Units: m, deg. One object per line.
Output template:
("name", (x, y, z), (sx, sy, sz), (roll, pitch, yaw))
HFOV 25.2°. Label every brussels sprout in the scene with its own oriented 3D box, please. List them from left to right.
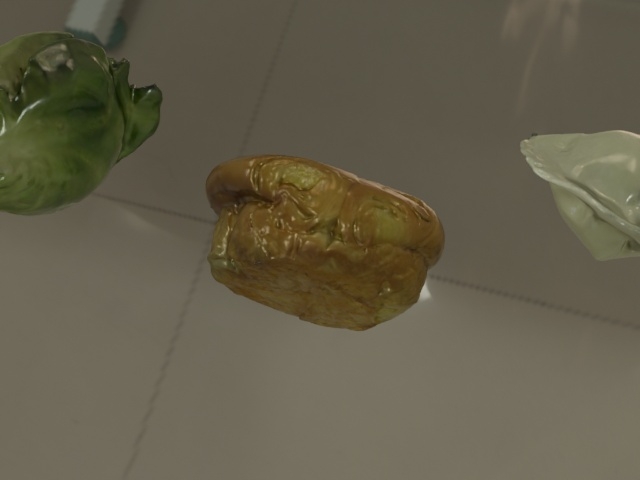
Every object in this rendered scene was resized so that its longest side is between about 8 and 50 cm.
("brussels sprout", (-0.216, -0.086, 1.104), (0.101, 0.181, 0.139), (4, 115, 41))

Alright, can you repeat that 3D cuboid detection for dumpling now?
("dumpling", (0.315, -0.034, 1.478), (0.126, 0.215, 0.166), (-29, 25, 16))

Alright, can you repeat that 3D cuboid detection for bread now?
("bread", (0.000, 0.000, 0.486), (0.083, 0.081, 0.046), (13, 75, 14))
